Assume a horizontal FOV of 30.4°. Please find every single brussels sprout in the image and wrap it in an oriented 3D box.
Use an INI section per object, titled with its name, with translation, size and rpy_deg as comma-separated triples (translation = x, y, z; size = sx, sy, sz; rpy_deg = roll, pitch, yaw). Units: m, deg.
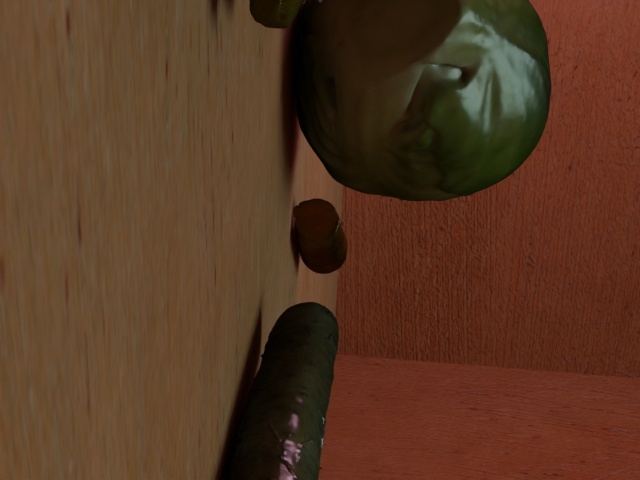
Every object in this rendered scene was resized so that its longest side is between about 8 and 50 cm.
[brussels sprout]
translation = 0.106, -0.189, 1.273
size = 0.355, 0.281, 0.289
rpy_deg = 35, 58, -76

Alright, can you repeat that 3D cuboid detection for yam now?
[yam]
translation = -0.030, 0.158, 0.949
size = 0.371, 0.083, 0.083
rpy_deg = -81, 175, -67

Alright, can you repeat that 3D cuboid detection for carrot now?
[carrot]
translation = 0.000, 0.000, 1.509
size = 0.225, 0.067, 0.067
rpy_deg = 72, 22, -77

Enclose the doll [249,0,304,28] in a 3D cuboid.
[doll]
translation = -0.012, -0.190, 0.657
size = 0.209, 0.097, 0.137
rpy_deg = 173, -85, -87
